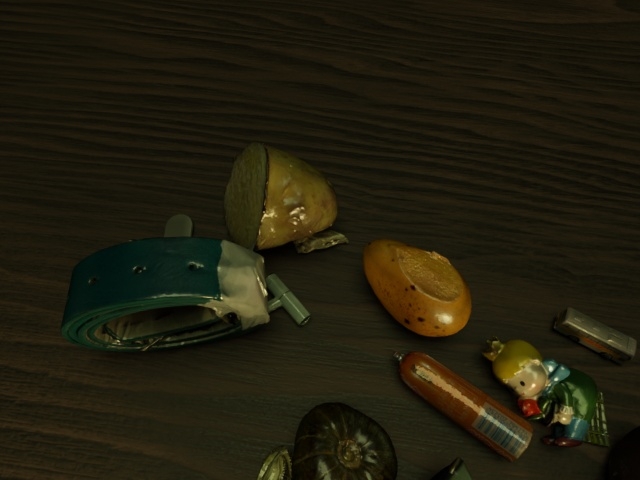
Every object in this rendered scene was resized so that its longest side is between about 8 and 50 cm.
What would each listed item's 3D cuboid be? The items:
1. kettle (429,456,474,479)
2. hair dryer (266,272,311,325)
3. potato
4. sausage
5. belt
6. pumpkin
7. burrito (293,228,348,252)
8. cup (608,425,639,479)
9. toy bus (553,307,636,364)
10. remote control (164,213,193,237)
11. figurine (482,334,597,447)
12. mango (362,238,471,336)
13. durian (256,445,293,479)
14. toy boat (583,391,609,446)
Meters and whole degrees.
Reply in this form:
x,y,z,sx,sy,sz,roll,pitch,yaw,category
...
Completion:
x,y,z,sx,sy,sz,roll,pitch,yaw,category
0.266,0.573,0.744,0.255,0.165,0.240,42,97,23,kettle
-0.139,0.191,1.031,0.183,0.044,0.155,-39,66,-15,hair dryer
-0.091,-0.100,1.095,0.237,0.301,0.289,2,27,-34,potato
0.292,0.342,0.907,0.312,0.093,0.093,32,65,18,sausage
-0.331,0.129,0.911,0.436,0.300,0.173,-12,61,-2,belt
0.043,0.446,0.819,0.219,0.162,0.219,15,45,-16,pumpkin
0.000,0.000,1.135,0.149,0.041,0.055,-15,74,-12,burrito
0.717,0.493,0.771,0.279,0.196,0.196,38,66,10,cup
0.653,0.227,0.982,0.172,0.072,0.057,28,60,15,toy bus
-0.395,0.035,1.128,0.077,0.022,0.245,-1,60,-2,remote control
0.462,0.326,0.908,0.234,0.127,0.185,25,79,4,figurine
0.217,0.109,0.984,0.290,0.191,0.160,41,61,16,mango
-0.090,0.491,0.823,0.071,0.110,0.140,38,66,-6,durian
0.602,0.392,0.918,0.063,0.016,0.115,10,61,7,toy boat
